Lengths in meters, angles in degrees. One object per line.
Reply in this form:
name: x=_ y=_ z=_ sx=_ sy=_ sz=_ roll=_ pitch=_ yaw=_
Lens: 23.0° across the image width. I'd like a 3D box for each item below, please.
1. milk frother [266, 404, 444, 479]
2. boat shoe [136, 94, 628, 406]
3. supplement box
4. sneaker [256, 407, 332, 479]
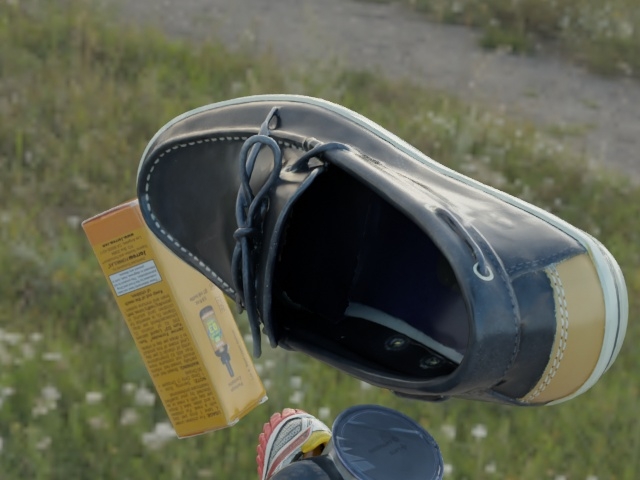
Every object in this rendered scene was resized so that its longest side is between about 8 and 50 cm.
milk frother: x=0.028 y=0.213 z=1.067 sx=0.143 sy=0.134 sz=0.129 roll=43 pitch=38 yaw=23
boat shoe: x=0.000 y=0.000 z=1.216 sx=0.156 sy=0.186 sz=0.500 roll=-7 pitch=21 yaw=-42
supplement box: x=-0.139 y=0.069 z=1.512 sx=0.080 sy=0.233 sz=0.078 roll=-21 pitch=5 yaw=34
sneaker: x=-0.032 y=0.296 z=1.669 sx=0.088 sy=0.225 sz=0.093 roll=5 pitch=3 yaw=-31
